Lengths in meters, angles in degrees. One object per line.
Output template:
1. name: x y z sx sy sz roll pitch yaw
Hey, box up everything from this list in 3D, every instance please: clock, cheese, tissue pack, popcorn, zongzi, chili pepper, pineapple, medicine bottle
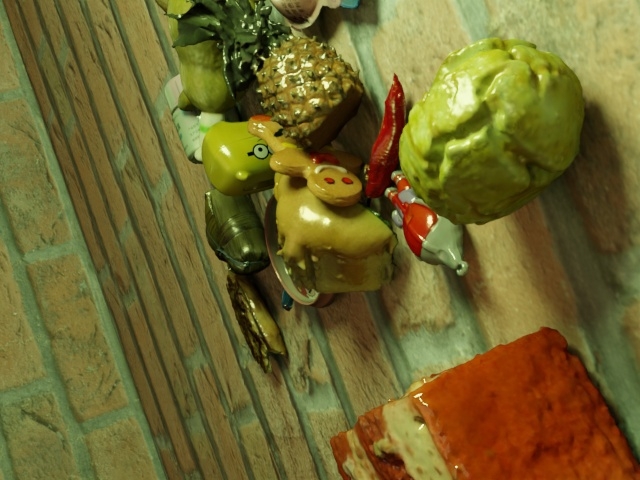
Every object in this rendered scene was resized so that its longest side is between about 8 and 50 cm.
1. clock: -0.032 0.011 1.558 0.244 0.056 0.244 38 136 49
2. cheese: -0.020 -0.416 1.275 0.286 0.074 0.188 29 130 54
3. tissue pack: -0.117 -0.150 1.488 0.127 0.178 0.123 62 152 24
4. popcorn: 0.191 -0.120 0.935 0.183 0.204 0.221 55 133 30
5. zongzi: -0.180 0.028 1.770 0.242 0.112 0.221 99 151 -47
6. chili pepper: 0.098 -0.133 1.254 0.051 0.059 0.267 21 131 9
7. pineapple: -0.099 -0.296 1.301 0.364 0.165 0.165 40 143 13
8. medicine bottle: -0.238 -0.257 1.701 0.135 0.135 0.168 -34 74 61

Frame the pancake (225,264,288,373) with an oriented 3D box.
1. pancake: -0.145 0.178 1.861 0.212 0.056 0.257 22 132 64

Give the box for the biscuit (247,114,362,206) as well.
1. biscuit: -0.009 -0.136 1.322 0.250 0.166 0.036 56 138 45

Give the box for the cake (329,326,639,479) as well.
1. cake: 0.204 0.297 1.062 0.269 0.270 0.319 61 149 21

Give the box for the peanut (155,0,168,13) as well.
1. peanut: -0.281 -0.543 1.632 0.129 0.129 0.224 45 151 42

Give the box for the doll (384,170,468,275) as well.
1. doll: 0.152 -0.023 1.180 0.227 0.075 0.102 55 139 48

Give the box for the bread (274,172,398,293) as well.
1. bread: -0.009 0.002 1.341 0.252 0.133 0.174 34 154 24

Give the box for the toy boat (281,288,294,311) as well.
1. toy boat: -0.058 0.108 1.684 0.038 0.038 0.083 36 118 49

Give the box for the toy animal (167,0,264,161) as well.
1. toy animal: -0.181 -0.330 1.527 0.181 0.181 0.362 -124 25 -42
